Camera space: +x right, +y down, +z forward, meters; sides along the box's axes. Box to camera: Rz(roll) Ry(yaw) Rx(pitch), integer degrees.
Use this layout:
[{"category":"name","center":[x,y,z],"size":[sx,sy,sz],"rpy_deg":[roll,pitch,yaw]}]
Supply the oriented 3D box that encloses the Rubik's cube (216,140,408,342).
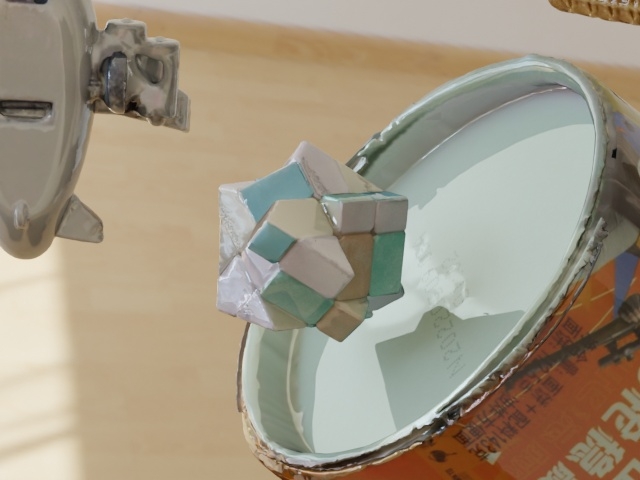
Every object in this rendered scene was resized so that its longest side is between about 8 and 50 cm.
[{"category":"Rubik's cube","center":[-0.002,0.002,0.575],"size":[0.075,0.084,0.073],"rpy_deg":[-26,29,-32]}]

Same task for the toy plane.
[{"category":"toy plane","center":[-0.218,-0.101,0.979],"size":[0.245,0.244,0.117],"rpy_deg":[9,17,-11]}]

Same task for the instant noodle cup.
[{"category":"instant noodle cup","center":[0.110,0.066,0.626],"size":[0.214,0.296,0.296],"rpy_deg":[39,25,-26]}]

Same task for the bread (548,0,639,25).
[{"category":"bread","center":[0.252,-0.205,1.079],"size":[0.044,0.052,0.157],"rpy_deg":[-17,27,-40]}]
